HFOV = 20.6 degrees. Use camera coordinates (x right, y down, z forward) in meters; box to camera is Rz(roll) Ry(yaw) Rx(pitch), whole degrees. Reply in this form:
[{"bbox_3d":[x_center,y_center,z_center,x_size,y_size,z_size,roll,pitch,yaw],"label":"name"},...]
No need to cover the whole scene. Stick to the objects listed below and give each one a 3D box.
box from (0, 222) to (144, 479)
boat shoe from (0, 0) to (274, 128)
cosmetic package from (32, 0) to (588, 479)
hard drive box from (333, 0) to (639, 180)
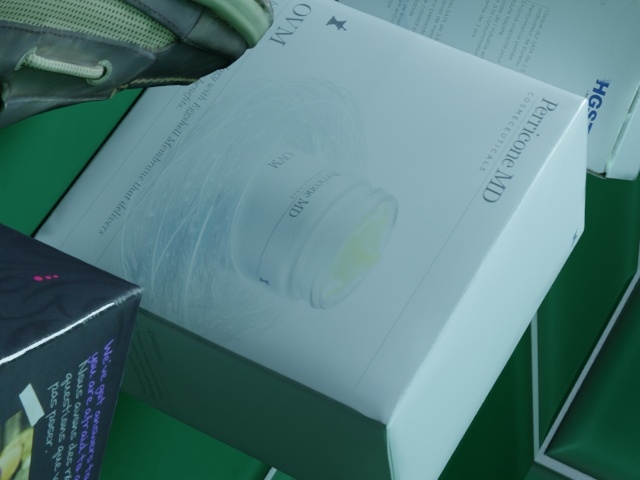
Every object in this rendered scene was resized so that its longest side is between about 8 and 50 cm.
[{"bbox_3d":[-0.210,0.082,0.611,0.270,0.165,0.143,-31,141,-59],"label":"box"},{"bbox_3d":[-0.127,-0.116,0.699,0.130,0.132,0.355,-41,165,7],"label":"boat shoe"},{"bbox_3d":[0.000,0.000,0.973,0.224,0.225,0.138,-57,159,-25],"label":"cosmetic package"},{"bbox_3d":[0.109,-0.160,1.054,0.181,0.232,0.089,-68,161,9],"label":"hard drive box"}]
